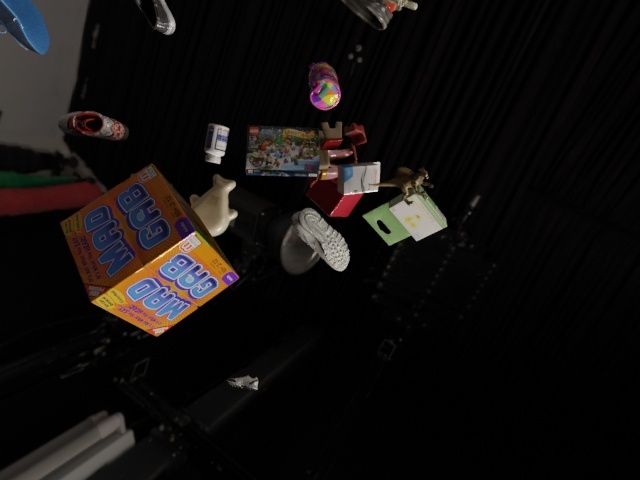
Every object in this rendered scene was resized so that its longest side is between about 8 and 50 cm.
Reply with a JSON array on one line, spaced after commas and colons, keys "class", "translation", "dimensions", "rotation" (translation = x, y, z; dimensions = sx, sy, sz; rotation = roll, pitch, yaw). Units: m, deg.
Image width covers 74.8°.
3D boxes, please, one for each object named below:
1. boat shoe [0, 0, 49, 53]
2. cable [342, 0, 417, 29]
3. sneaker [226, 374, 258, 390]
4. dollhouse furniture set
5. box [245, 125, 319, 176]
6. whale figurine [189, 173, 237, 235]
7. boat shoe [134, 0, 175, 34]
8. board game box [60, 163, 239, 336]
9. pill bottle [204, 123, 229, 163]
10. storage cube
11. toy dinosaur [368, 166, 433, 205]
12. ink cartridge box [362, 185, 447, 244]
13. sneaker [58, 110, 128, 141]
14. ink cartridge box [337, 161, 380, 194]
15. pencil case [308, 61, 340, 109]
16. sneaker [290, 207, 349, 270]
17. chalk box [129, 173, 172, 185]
[{"class": "boat shoe", "translation": [-0.779, -0.583, 1.043], "dimensions": [0.089, 0.109, 0.258], "rotation": [8, 156, 0]}, {"class": "cable", "translation": [0.029, -0.434, 0.667], "dimensions": [0.287, 0.072, 0.139], "rotation": [29, 176, 7]}, {"class": "sneaker", "translation": [-0.265, 0.481, 1.431], "dimensions": [0.109, 0.040, 0.043], "rotation": [12, -120, -3]}, {"class": "dollhouse furniture set", "translation": [0.073, -0.333, 1.661], "dimensions": [0.201, 0.152, 0.374], "rotation": [-7, 176, -12]}, {"class": "box", "translation": [-0.121, -0.289, 1.356], "dimensions": [0.233, 0.159, 0.044], "rotation": [1, 162, -5]}, {"class": "whale figurine", "translation": [-0.462, -0.147, 1.830], "dimensions": [0.216, 0.272, 0.141], "rotation": [19, 171, -1]}, {"class": "boat shoe", "translation": [-0.545, -0.750, 1.327], "dimensions": [0.076, 0.080, 0.228], "rotation": [-17, -104, -52]}, {"class": "board game box", "translation": [-0.569, 0.040, 1.438], "dimensions": [0.356, 0.356, 0.356], "rotation": [50, 172, 30]}, {"class": "pill bottle", "translation": [-0.481, -0.442, 1.924], "dimensions": [0.094, 0.169, 0.094], "rotation": [12, -175, -1]}, {"class": "storage cube", "translation": [0.080, -0.246, 2.064], "dimensions": [0.184, 0.193, 0.215], "rotation": [44, -156, 22]}, {"class": "toy dinosaur", "translation": [0.206, -0.135, 0.998], "dimensions": [0.092, 0.053, 0.183], "rotation": [53, 152, -19]}, {"class": "ink cartridge box", "translation": [0.283, -0.068, 1.430], "dimensions": [0.171, 0.235, 0.056], "rotation": [46, -147, -23]}, {"class": "sneaker", "translation": [-0.822, -0.407, 1.446], "dimensions": [0.270, 0.090, 0.145], "rotation": [12, -177, 8]}, {"class": "ink cartridge box", "translation": [0.157, -0.236, 1.572], "dimensions": [0.180, 0.104, 0.060], "rotation": [-9, -158, -20]}, {"class": "pencil case", "translation": [0.008, -0.502, 1.350], "dimensions": [0.104, 0.104, 0.236], "rotation": [17, -148, -17]}, {"class": "sneaker", "translation": [0.000, 0.000, 1.320], "dimensions": [0.090, 0.095, 0.235], "rotation": [-44, -76, -32]}, {"class": "chalk box", "translation": [-0.746, -0.180, 1.739], "dimensions": [0.213, 0.132, 0.132], "rotation": [14, -139, -20]}]
